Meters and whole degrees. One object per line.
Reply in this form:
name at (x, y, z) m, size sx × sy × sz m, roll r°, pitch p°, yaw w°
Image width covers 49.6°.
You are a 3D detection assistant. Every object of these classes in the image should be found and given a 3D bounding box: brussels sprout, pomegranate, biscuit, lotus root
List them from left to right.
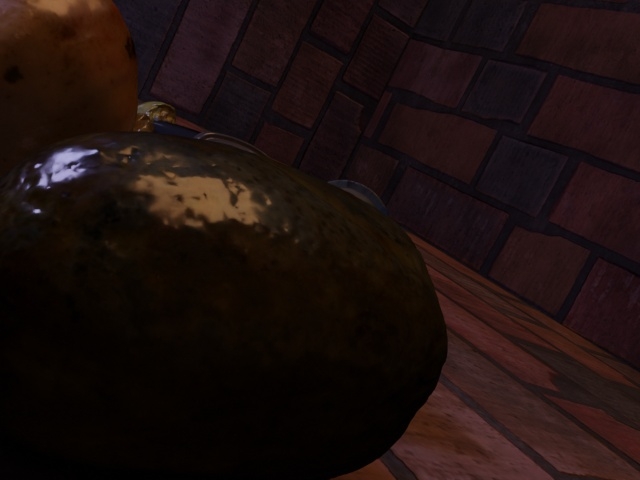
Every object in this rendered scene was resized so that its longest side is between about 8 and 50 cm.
pomegranate at (-0.392, -0.189, 0.839) m, size 0.342 × 0.342 × 0.342 m, roll 26°, pitch 8°, yaw -4°
biscuit at (-0.424, -0.206, 1.398) m, size 0.225 × 0.166 × 0.036 m, roll 15°, pitch -40°, yaw 47°
brussels sprout at (-0.466, -0.306, 1.854) m, size 0.122 × 0.149 × 0.151 m, roll 14°, pitch -35°, yaw 15°
lotus root at (-0.088, 0.051, 0.512) m, size 0.346 × 0.250 × 0.250 m, roll 15°, pitch 14°, yaw -36°

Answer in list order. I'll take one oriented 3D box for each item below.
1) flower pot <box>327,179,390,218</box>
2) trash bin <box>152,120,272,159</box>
flower pot at (0.000, 0.000, 1.308) m, size 0.212 × 0.212 × 0.202 m, roll 30°, pitch 24°, yaw 22°
trash bin at (-0.224, -0.126, 1.360) m, size 0.209 × 0.182 × 0.290 m, roll 18°, pitch 7°, yaw -44°
